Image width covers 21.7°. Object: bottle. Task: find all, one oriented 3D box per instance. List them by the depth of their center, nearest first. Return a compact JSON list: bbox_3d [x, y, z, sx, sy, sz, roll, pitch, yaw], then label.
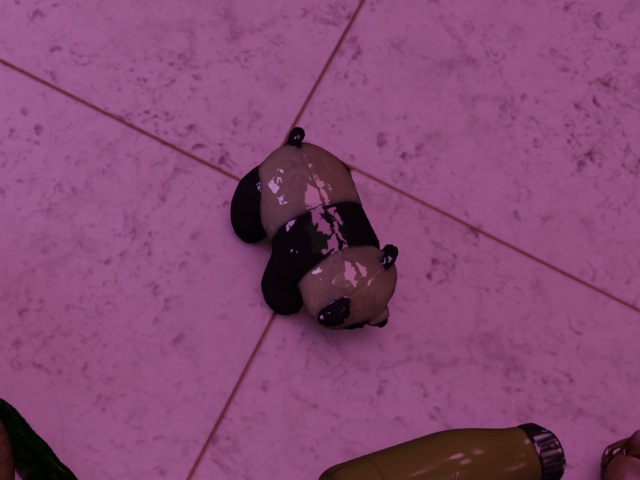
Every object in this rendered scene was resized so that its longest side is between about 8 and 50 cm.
[{"bbox_3d":[0.130,0.256,1.743,0.260,0.112,0.112,-15,68,-20],"label":"bottle"}]

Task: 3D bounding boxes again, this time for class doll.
[{"bbox_3d":[-0.002,-0.001,1.836,0.144,0.135,0.234,-18,72,-18],"label":"doll"}]

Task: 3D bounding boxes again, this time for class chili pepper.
[{"bbox_3d":[-0.316,0.226,1.687,0.224,0.061,0.098,38,55,10],"label":"chili pepper"}]

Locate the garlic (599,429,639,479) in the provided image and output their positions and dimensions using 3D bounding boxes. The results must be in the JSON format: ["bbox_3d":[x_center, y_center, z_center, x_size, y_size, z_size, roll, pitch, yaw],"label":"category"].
[{"bbox_3d":[0.394,0.274,1.768,0.214,0.160,0.191,-33,79,-22],"label":"garlic"}]

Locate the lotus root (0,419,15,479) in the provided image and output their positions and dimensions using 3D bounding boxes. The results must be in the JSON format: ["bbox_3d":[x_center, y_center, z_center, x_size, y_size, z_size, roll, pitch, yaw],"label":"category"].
[{"bbox_3d":[-0.381,0.303,1.582,0.158,0.140,0.322,11,83,29],"label":"lotus root"}]
